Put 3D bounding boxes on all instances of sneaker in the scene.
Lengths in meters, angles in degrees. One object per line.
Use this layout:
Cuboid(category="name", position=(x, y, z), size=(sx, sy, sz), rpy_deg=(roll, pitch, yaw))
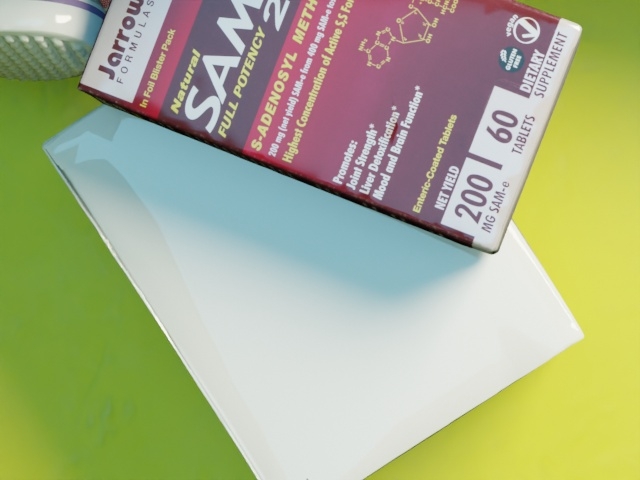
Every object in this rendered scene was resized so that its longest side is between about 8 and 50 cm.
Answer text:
Cuboid(category="sneaker", position=(-0.220, -0.182, 1.124), size=(0.282, 0.102, 0.161), rpy_deg=(10, 84, 41))

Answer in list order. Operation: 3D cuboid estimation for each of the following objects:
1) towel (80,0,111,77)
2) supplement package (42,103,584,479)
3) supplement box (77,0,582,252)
Cuboid(category="towel", position=(-0.141, -0.189, 1.176), size=(0.197, 0.029, 0.144), rpy_deg=(41, 91, 26))
Cuboid(category="supplement package", position=(0.000, 0.000, 1.139), size=(0.204, 0.145, 0.262), rpy_deg=(-33, 88, 4))
Cuboid(category="supplement box", position=(0.006, -0.094, 1.030), size=(0.239, 0.073, 0.130), rpy_deg=(21, 90, 6))
